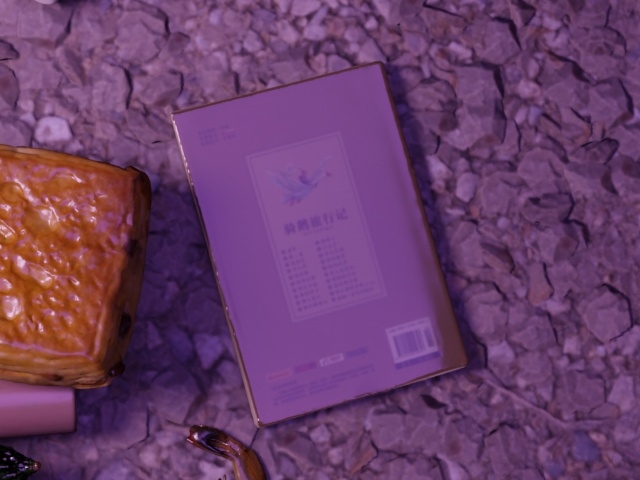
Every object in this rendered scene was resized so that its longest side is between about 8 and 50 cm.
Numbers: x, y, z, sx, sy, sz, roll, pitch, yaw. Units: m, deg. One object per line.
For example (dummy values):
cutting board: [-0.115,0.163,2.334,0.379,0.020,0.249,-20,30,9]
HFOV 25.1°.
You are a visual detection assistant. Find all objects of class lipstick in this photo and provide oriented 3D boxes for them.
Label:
lipstick: [-0.346,0.145,1.272,0.254,0.070,0.070,-3,85,-11]

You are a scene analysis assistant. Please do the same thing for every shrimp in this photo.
shrimp: [-0.131,0.231,1.323,0.178,0.034,0.124,4,81,-12]

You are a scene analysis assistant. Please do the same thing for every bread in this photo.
bread: [-0.273,0.021,1.264,0.235,0.099,0.211,9,67,-3]

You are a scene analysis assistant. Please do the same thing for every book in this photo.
book: [0.000,0.000,1.378,0.216,0.021,0.310,-15,87,-11]

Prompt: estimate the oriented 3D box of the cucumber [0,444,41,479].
cucumber: [-0.387,0.215,1.238,0.300,0.072,0.072,-7,85,-2]

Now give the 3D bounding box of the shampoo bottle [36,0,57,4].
shampoo bottle: [-0.204,-0.299,1.342,0.074,0.074,0.192,38,78,-5]
